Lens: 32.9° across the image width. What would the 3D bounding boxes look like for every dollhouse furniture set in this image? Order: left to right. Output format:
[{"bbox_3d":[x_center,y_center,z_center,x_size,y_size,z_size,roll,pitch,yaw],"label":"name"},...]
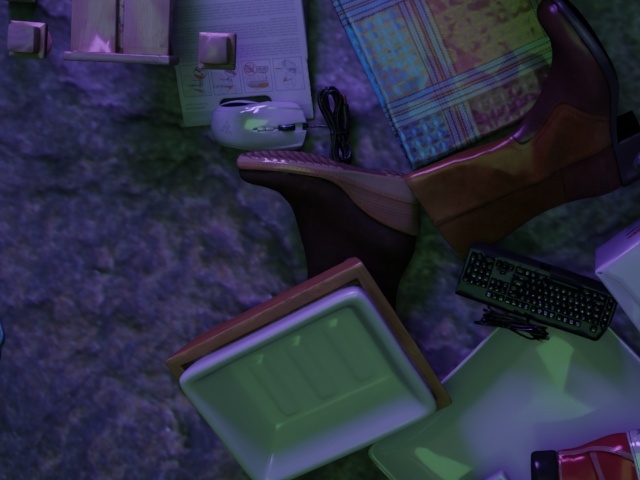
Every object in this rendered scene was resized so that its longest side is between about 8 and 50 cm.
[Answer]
[{"bbox_3d":[-0.266,-0.380,1.400,0.355,0.174,0.304,5,98,5],"label":"dollhouse furniture set"}]

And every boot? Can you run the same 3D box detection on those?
[{"bbox_3d":[0.000,0.000,1.385,0.248,0.090,0.207,11,103,-7],"label":"boot"},{"bbox_3d":[0.231,-0.134,1.321,0.280,0.096,0.264,-24,120,17],"label":"boot"},{"bbox_3d":[0.342,0.365,1.319,0.176,0.088,0.244,-16,84,14],"label":"boot"}]

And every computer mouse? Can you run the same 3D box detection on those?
[{"bbox_3d":[-0.056,-0.146,1.419,0.192,0.042,0.106,-1,105,12],"label":"computer mouse"}]

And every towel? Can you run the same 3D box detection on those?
[{"bbox_3d":[0.157,-0.307,1.364,0.271,0.040,0.370,-24,90,15],"label":"towel"}]

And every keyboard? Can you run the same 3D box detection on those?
[{"bbox_3d":[0.262,0.076,1.332,0.192,0.038,0.100,18,99,11],"label":"keyboard"}]

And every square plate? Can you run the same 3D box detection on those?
[{"bbox_3d":[0.297,0.276,1.387,0.344,0.049,0.347,45,103,5],"label":"square plate"}]

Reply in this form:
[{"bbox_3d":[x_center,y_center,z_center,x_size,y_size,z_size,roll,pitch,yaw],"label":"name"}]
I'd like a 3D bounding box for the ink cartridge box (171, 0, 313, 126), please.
[{"bbox_3d":[-0.107,-0.275,1.432,0.189,0.066,0.232,-2,116,13],"label":"ink cartridge box"}]

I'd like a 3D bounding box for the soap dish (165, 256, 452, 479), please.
[{"bbox_3d":[-0.014,0.165,1.375,0.290,0.118,0.229,-27,112,17],"label":"soap dish"}]

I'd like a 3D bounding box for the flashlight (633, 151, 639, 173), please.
[{"bbox_3d":[0.435,-0.040,0.955,0.304,0.103,0.103,28,98,12],"label":"flashlight"}]

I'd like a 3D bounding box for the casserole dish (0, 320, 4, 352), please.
[{"bbox_3d":[-0.551,0.147,1.572,0.188,0.037,0.114,-12,93,13],"label":"casserole dish"}]

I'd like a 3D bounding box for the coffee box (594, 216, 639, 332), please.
[{"bbox_3d":[0.528,0.056,1.162,0.337,0.334,0.338,-38,84,14],"label":"coffee box"}]

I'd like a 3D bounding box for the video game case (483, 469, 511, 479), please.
[{"bbox_3d":[0.202,0.420,1.387,0.201,0.023,0.183,-36,88,15],"label":"video game case"}]
